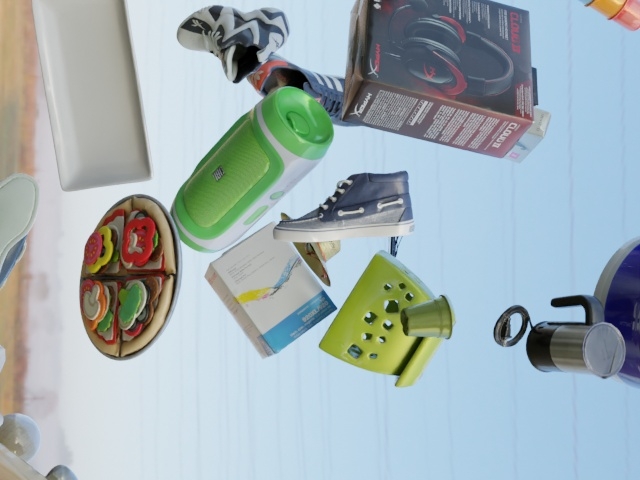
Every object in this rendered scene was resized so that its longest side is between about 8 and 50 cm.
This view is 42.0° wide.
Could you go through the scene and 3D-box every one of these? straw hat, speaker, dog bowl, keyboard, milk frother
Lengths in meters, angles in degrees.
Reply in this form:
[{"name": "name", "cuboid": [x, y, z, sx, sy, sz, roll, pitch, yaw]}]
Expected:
[{"name": "straw hat", "cuboid": [0.000, 0.000, 1.339, 0.144, 0.061, 0.144, 54, -11, 15]}, {"name": "speaker", "cuboid": [-0.110, -0.101, 1.265, 0.296, 0.131, 0.131, -41, -131, 37]}, {"name": "dog bowl", "cuboid": [0.578, 0.125, 1.389, 0.104, 0.265, 0.264, 12, -80, 58]}, {"name": "keyboard", "cuboid": [0.194, -0.014, 2.127, 0.100, 0.038, 0.192, 91, 4, -63]}, {"name": "milk frother", "cuboid": [0.362, 0.153, 1.281, 0.135, 0.143, 0.129, -12, -88, 65]}]

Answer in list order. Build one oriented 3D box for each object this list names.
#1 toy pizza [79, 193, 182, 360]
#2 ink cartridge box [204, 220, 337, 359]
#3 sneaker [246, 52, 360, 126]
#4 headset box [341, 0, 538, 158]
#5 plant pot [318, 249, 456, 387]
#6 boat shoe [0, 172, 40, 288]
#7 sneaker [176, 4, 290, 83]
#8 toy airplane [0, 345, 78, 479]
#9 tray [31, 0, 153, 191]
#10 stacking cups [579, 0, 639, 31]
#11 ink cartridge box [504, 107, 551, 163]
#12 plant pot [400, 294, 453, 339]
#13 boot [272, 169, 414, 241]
[{"name": "toy pizza", "cuboid": [-0.237, 0.042, 0.991, 0.201, 0.032, 0.201, -10, -105, 40]}, {"name": "ink cartridge box", "cuboid": [-0.112, 0.108, 1.776, 0.232, 0.168, 0.171, 54, -17, 1]}, {"name": "sneaker", "cuboid": [-0.013, -0.337, 1.993, 0.131, 0.350, 0.148, -65, -156, 24]}, {"name": "headset box", "cuboid": [0.191, -0.261, 1.254, 0.110, 0.293, 0.218, 123, -24, -60]}, {"name": "plant pot", "cuboid": [0.148, 0.166, 1.710, 0.227, 0.207, 0.228, -59, 175, 5]}, {"name": "boat shoe", "cuboid": [-0.668, -0.005, 1.729, 0.302, 0.114, 0.091, -58, -172, 3]}, {"name": "sneaker", "cuboid": [-0.184, -0.361, 1.558, 0.094, 0.235, 0.153, 80, 23, -44]}, {"name": "toy airplane", "cuboid": [-0.529, 0.314, 1.257, 0.384, 0.272, 0.386, -21, -90, 25]}, {"name": "tray", "cuboid": [-0.301, -0.207, 1.117, 0.030, 0.145, 0.270, -23, 107, -70]}, {"name": "stacking cups", "cuboid": [0.574, -0.563, 1.826, 0.096, 0.316, 0.096, -54, -163, 24]}, {"name": "ink cartridge box", "cuboid": [0.346, -0.252, 1.785, 0.275, 0.239, 0.060, 59, 49, -83]}, {"name": "plant pot", "cuboid": [0.188, 0.143, 1.508, 0.083, 0.079, 0.083, 175, -90, -80]}, {"name": "boot", "cuboid": [0.028, -0.046, 1.108, 0.069, 0.190, 0.086, -60, 146, -81]}]
